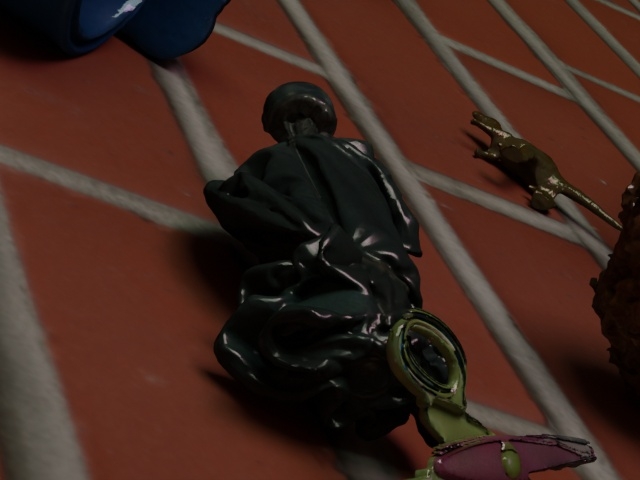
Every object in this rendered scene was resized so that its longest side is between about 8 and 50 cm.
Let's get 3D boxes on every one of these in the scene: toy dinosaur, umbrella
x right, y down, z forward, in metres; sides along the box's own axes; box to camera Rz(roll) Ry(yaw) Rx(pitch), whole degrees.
[{"bbox_3d":[0.201,-0.060,1.762,0.162,0.039,0.126,29,17,-8],"label":"toy dinosaur"},{"bbox_3d":[0.000,0.003,1.215,0.143,0.094,0.349,35,19,-26],"label":"umbrella"}]

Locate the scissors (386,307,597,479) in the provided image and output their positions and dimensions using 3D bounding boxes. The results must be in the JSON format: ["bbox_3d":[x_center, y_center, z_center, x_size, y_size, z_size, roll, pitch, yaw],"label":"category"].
[{"bbox_3d":[0.096,0.121,1.094,0.187,0.020,0.134,25,61,-43],"label":"scissors"}]

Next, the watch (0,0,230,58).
[{"bbox_3d":[-0.137,-0.290,1.431,0.241,0.305,0.274,32,12,7],"label":"watch"}]

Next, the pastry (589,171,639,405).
[{"bbox_3d":[0.327,0.037,1.374,0.275,0.275,0.193,21,8,-26],"label":"pastry"}]
